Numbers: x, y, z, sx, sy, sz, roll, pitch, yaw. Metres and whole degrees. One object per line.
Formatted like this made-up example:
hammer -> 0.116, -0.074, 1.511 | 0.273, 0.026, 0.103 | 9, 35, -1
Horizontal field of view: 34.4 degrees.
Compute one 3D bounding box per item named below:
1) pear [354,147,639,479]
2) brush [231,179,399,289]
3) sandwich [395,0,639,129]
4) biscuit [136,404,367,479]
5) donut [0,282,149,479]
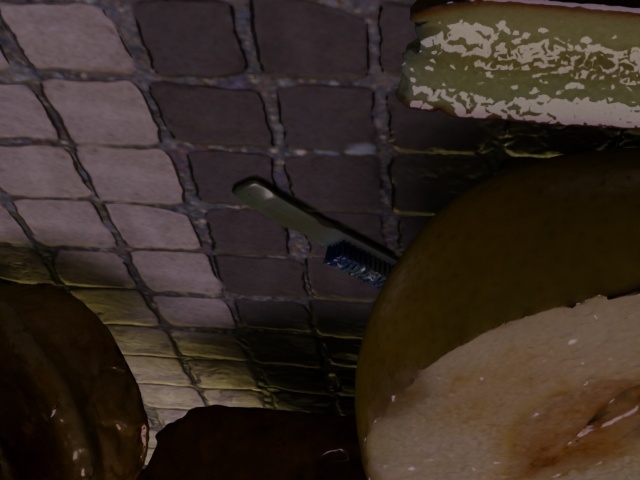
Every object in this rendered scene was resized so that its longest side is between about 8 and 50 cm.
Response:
pear -> 0.187, 0.066, 0.769 | 0.340, 0.191, 0.386 | 19, 136, -29
brush -> 0.000, -0.001, 0.869 | 0.178, 0.030, 0.033 | 28, 154, -33
sandwich -> 0.172, -0.118, 0.559 | 0.257, 0.096, 0.094 | 5, 144, 7
biscuit -> 0.027, 0.269, 1.113 | 0.342, 0.166, 0.395 | -1, 168, 40
donut -> -0.305, 0.182, 1.032 | 0.330, 0.330, 0.160 | -20, 175, 39
